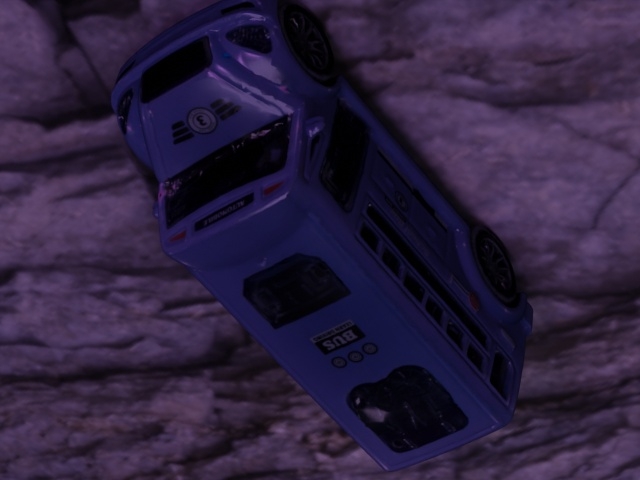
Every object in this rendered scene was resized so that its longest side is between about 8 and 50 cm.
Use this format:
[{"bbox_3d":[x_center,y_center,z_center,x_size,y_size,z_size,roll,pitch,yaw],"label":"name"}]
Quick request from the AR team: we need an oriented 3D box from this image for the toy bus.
[{"bbox_3d":[0.000,0.000,1.001,0.125,0.133,0.292,-27,121,27],"label":"toy bus"}]
